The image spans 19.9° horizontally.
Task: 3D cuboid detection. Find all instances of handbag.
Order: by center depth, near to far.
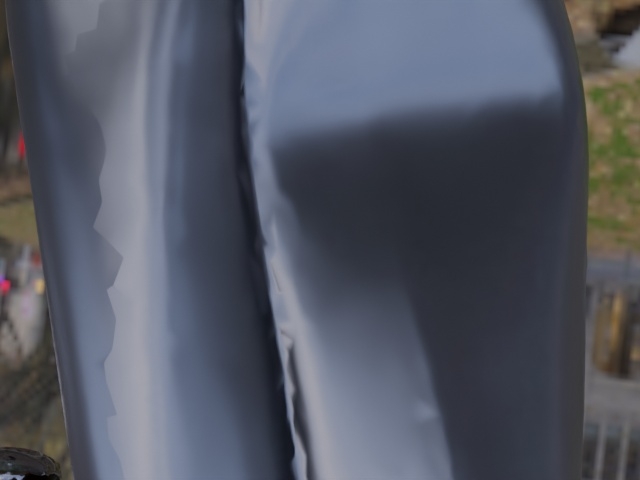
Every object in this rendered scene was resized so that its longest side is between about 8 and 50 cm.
[{"bbox_3d":[0.000,0.000,0.591,0.152,0.342,0.288,-5,-167,0],"label":"handbag"}]

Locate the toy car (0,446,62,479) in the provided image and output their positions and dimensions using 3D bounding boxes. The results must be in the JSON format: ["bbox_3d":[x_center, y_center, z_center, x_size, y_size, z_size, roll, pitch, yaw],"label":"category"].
[{"bbox_3d":[-0.193,0.226,1.030,0.247,0.200,0.142,-5,160,27],"label":"toy car"}]
